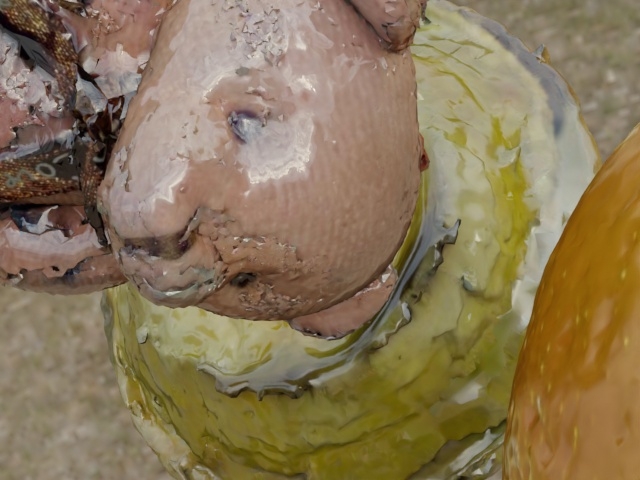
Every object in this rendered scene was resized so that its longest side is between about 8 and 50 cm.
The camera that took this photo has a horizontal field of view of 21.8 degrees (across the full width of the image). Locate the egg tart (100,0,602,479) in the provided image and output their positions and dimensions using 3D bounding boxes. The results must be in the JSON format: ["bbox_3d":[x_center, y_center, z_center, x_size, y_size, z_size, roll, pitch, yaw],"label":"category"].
[{"bbox_3d":[0.000,0.000,0.977,0.345,0.132,0.345,-8,71,23],"label":"egg tart"}]

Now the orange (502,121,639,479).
[{"bbox_3d":[0.224,0.076,0.554,0.340,0.340,0.293,-26,4,-12],"label":"orange"}]

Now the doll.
[{"bbox_3d":[-0.106,-0.041,0.697,0.303,0.201,0.156,4,31,3],"label":"doll"}]
